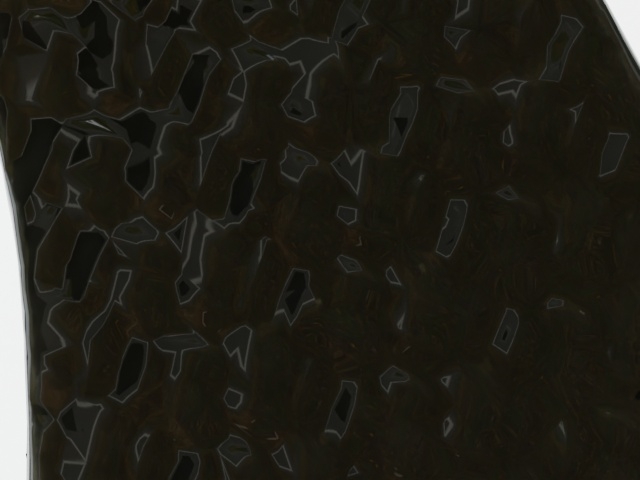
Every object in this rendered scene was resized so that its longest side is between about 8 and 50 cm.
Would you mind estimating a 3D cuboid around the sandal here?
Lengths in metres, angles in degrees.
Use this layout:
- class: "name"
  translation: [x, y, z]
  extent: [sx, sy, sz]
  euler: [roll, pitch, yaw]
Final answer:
- class: "sandal"
  translation: [0.002, -0.002, 0.434]
  extent: [0.168, 0.107, 0.445]
  euler: [-14, -97, -1]
